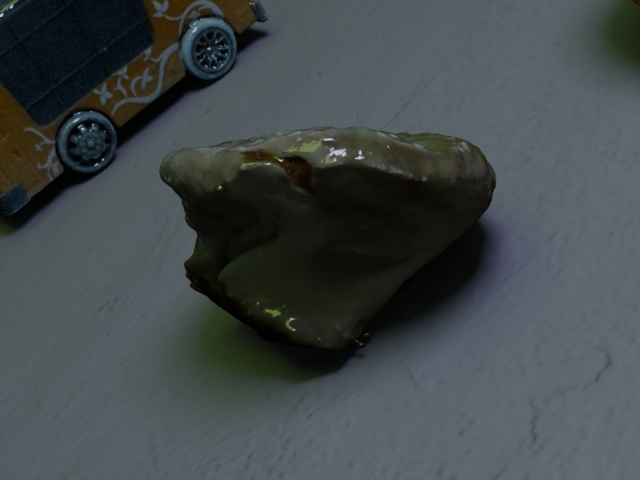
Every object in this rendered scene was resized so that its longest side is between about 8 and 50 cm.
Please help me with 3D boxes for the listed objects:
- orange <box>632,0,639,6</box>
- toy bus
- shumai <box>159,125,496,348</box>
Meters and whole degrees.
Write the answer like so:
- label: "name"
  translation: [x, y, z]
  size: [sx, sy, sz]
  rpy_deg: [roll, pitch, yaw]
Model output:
- label: "orange"
  translation: [0.251, -0.211, 0.862]
  size: [0.193, 0.161, 0.193]
  rpy_deg: [-21, 40, 19]
- label: "toy bus"
  translation: [-0.203, -0.163, 1.178]
  size: [0.275, 0.167, 0.138]
  rpy_deg: [-41, 32, -14]
- label: "shumai"
  translation: [0.000, 0.000, 0.816]
  size: [0.201, 0.120, 0.201]
  rpy_deg: [1, -1, 0]
